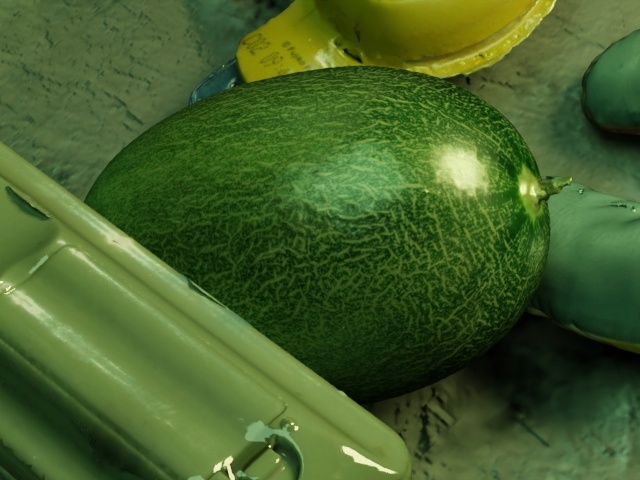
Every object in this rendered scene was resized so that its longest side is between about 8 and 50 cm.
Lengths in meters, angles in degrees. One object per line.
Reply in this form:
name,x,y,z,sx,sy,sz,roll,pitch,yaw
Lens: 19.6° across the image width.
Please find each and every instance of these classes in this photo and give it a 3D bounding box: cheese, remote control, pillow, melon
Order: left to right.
remote control,-0.115,0.050,0.861,0.335,0.065,0.128,34,60,26
melon,0.000,0.000,0.963,0.288,0.182,0.182,-11,53,34
cheese,0.041,-0.146,1.123,0.270,0.069,0.177,-39,55,-5
pillow,0.205,-0.039,0.997,0.214,0.086,0.233,19,65,37
